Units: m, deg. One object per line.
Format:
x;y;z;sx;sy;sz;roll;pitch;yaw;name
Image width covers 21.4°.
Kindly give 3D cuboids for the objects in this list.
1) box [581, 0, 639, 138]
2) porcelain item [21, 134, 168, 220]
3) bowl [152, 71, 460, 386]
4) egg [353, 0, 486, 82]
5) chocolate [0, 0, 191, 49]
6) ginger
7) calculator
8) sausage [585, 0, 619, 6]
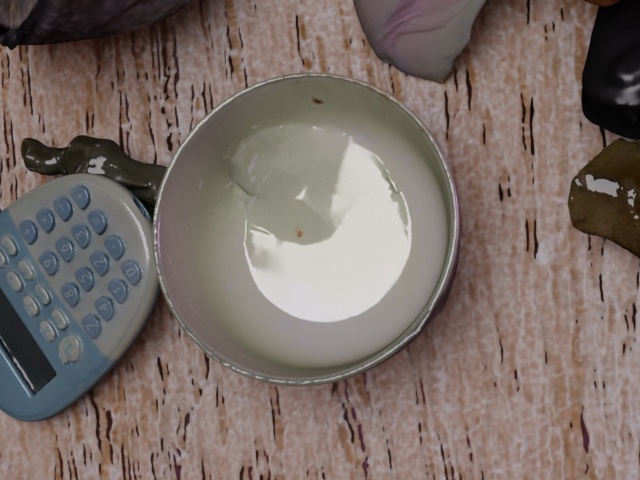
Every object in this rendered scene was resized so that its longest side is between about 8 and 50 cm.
0.387;-0.207;1.447;0.290;0.073;0.289;11;70;19;box
-0.198;-0.058;1.617;0.215;0.081;0.069;21;55;21;porcelain item
0.000;0.000;1.509;0.277;0.145;0.277;-2;80;13;bowl
0.122;-0.296;1.518;0.271;0.162;0.206;-34;73;7;egg
-0.193;-0.323;1.592;0.213;0.303;0.303;2;77;-27;chocolate
0.344;-0.011;1.427;0.263;0.109;0.116;17;110;20;ginger
-0.266;0.062;1.606;0.302;0.042;0.188;-42;76;26;calculator
0.260;-0.311;1.411;0.120;0.136;0.241;24;69;-5;sausage
